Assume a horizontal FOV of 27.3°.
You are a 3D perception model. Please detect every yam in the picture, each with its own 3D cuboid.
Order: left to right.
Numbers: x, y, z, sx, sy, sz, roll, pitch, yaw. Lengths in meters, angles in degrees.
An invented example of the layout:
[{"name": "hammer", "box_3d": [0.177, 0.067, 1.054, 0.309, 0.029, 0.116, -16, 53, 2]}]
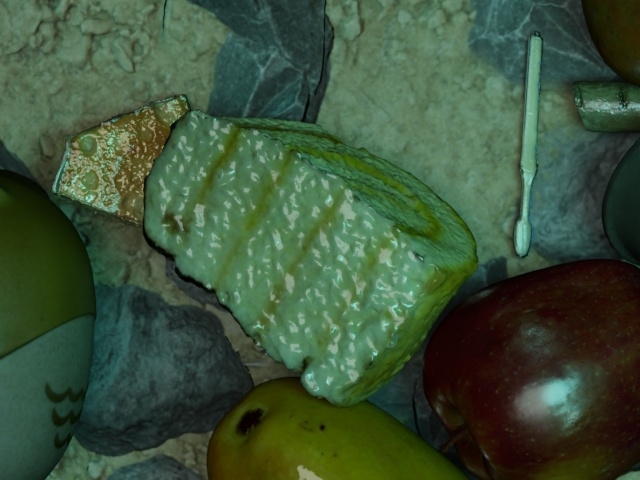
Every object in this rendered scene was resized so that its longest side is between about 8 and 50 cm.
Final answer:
[{"name": "yam", "box_3d": [0.391, -0.169, 1.660, 0.147, 0.070, 0.069, 3, 94, 13]}]

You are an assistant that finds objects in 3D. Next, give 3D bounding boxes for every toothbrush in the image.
[{"name": "toothbrush", "box_3d": [0.270, -0.124, 1.708, 0.026, 0.028, 0.294, 3, 95, -10]}]

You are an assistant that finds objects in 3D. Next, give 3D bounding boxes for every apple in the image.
[{"name": "apple", "box_3d": [0.283, 0.170, 1.599, 0.317, 0.288, 0.288, -25, 88, -5]}]

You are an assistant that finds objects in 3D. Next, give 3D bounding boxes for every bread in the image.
[{"name": "bread", "box_3d": [-0.004, -0.005, 1.662, 0.395, 0.264, 0.239, 39, 112, 17]}]

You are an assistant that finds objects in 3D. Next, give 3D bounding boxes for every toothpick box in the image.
[{"name": "toothpick box", "box_3d": [-0.495, 0.104, 1.693, 0.409, 0.409, 0.425, 9, 89, 11]}]

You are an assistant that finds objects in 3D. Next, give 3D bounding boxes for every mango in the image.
[{"name": "mango", "box_3d": [0.064, 0.342, 1.655, 0.446, 0.300, 0.232, 33, 73, -2]}]

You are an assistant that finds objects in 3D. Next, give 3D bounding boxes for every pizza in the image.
[{"name": "pizza", "box_3d": [-0.259, -0.114, 1.802, 0.188, 0.080, 0.204, 16, 87, -12]}]

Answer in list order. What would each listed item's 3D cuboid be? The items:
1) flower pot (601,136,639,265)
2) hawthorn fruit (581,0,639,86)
[{"name": "flower pot", "box_3d": [0.481, -0.024, 1.535, 0.269, 0.166, 0.269, -8, 132, -10]}, {"name": "hawthorn fruit", "box_3d": [0.439, -0.291, 1.552, 0.268, 0.268, 0.300, -1, 92, 12]}]
